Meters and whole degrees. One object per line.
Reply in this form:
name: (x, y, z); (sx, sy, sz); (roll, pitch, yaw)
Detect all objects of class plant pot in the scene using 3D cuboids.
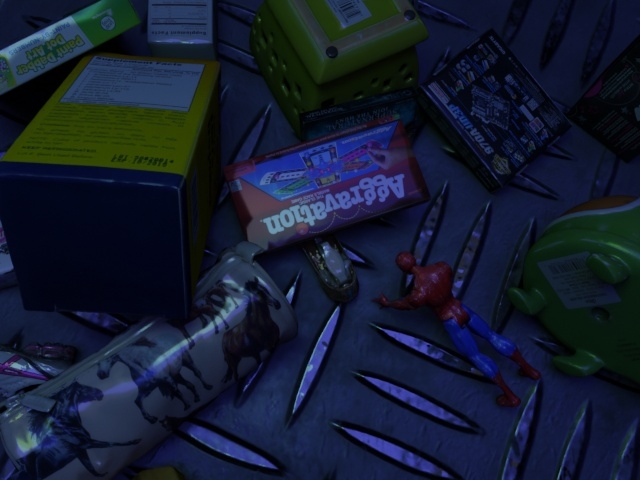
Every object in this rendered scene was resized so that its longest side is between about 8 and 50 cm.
plant pot: (0.028, -0.324, 0.977); (0.227, 0.207, 0.228); (-26, 78, -12)

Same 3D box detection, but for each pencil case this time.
pencil case: (-0.224, 0.170, 0.818); (0.410, 0.183, 0.160); (-36, 49, -13)

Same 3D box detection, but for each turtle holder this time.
turtle holder: (0.462, 0.074, 0.877); (0.320, 0.243, 0.227); (37, 57, 16)

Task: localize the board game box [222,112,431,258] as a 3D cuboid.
board game box: (0.009, -0.084, 0.916); (0.282, 0.027, 0.145); (-18, 81, -5)

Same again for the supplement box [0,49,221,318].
supplement box: (-0.245, -0.090, 0.803); (0.194, 0.195, 0.356); (4, 37, -4)

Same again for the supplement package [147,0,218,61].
supplement package: (-0.228, -0.377, 1.024); (0.105, 0.105, 0.179); (-2, 74, -5)

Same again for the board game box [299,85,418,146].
board game box: (0.061, -0.170, 0.975); (0.186, 0.126, 0.026); (-16, 53, -9)

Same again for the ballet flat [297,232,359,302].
ballet flat: (0.000, 0.000, 0.948); (0.073, 0.067, 0.206); (-32, 78, -12)

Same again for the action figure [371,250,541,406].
action figure: (0.192, 0.123, 0.925); (0.091, 0.139, 0.280); (-46, 104, -18)

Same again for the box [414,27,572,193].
box: (0.287, -0.218, 1.023); (0.175, 0.051, 0.220); (-41, 91, -13)

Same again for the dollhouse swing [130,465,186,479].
dollhouse swing: (-0.181, 0.514, 0.724); (0.347, 0.305, 0.315); (-43, 106, -12)

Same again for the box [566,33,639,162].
box: (0.549, -0.264, 0.978); (0.142, 0.247, 0.163); (42, 75, 6)

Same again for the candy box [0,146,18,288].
candy box: (-0.479, -0.031, 0.916); (0.165, 0.070, 0.196); (-16, 75, -9)

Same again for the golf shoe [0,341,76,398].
golf shoe: (-0.444, 0.185, 0.856); (0.186, 0.067, 0.085); (2, 75, -4)

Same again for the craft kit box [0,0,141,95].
craft kit box: (-0.414, -0.296, 0.926); (0.250, 0.247, 0.061); (-34, 122, -14)
